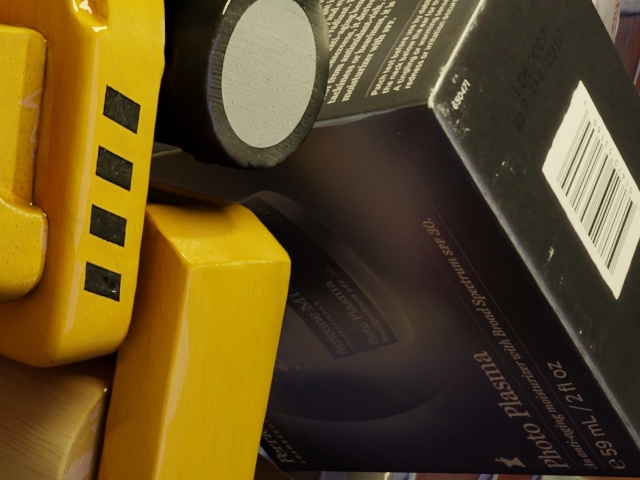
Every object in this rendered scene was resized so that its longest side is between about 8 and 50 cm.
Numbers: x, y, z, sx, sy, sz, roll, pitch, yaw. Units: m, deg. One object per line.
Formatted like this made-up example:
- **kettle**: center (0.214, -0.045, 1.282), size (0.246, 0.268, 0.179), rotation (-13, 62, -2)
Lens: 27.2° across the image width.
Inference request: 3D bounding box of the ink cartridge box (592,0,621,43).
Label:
- **ink cartridge box**: center (0.277, -0.226, 1.650), size (0.278, 0.117, 0.201), rotation (-49, 150, -46)

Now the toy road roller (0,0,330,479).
- **toy road roller**: center (-0.156, -0.004, 0.606), size (0.241, 0.203, 0.329), rotation (-7, 109, -55)

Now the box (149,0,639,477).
- **box**: center (0.043, -0.007, 0.812), size (0.296, 0.294, 0.182), rotation (54, 48, -30)

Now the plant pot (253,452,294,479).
- **plant pot**: center (-0.110, 0.310, 0.986), size (0.254, 0.237, 0.237), rotation (-44, 149, -26)

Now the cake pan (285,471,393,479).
- **cake pan**: center (0.038, 0.212, 1.487), size (0.293, 0.054, 0.293), rotation (-53, 153, -43)
